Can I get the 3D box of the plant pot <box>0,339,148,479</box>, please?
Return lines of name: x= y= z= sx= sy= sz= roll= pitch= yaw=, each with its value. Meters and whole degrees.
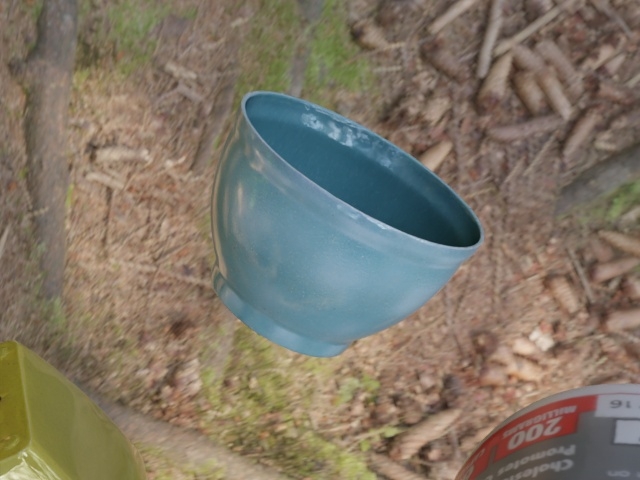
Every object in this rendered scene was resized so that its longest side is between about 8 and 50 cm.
plant pot: x=-0.253 y=0.206 z=0.926 sx=0.212 sy=0.212 sz=0.187 roll=-23 pitch=123 yaw=-5

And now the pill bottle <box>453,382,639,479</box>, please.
pill bottle: x=0.094 y=0.174 z=0.382 sx=0.161 sy=0.161 sz=0.283 roll=47 pitch=24 yaw=-3

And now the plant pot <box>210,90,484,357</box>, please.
plant pot: x=0.000 y=0.000 z=1.300 sx=0.293 sy=0.293 sz=0.196 roll=27 pitch=109 yaw=-11
